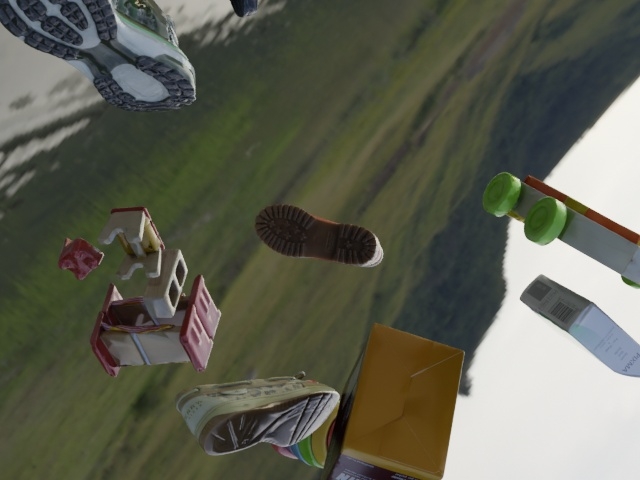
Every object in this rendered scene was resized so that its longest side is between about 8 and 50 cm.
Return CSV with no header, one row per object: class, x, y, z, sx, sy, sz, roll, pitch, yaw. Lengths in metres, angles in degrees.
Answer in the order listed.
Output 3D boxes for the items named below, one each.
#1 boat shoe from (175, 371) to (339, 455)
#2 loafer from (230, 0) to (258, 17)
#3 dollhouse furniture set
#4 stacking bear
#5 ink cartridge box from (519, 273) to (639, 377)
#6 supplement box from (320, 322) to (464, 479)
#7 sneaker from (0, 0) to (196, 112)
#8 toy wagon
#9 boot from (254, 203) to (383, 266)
boat shoe,-0.080,0.232,1.392,0.285,0.089,0.105,8,118,-54
loafer,-0.082,-0.346,1.149,0.062,0.061,0.170,176,-89,-66
dollhouse furniture set,-0.337,0.077,1.767,0.152,0.201,0.374,-80,160,-44
stacking bear,0.038,0.415,2.096,0.164,0.176,0.289,-10,-170,-43
ink cartridge box,0.378,0.146,1.272,0.056,0.224,0.181,-47,-168,1
supplement box,0.090,0.254,1.309,0.194,0.129,0.191,108,-1,-52
sneaker,-0.318,-0.339,1.351,0.158,0.182,0.410,-16,150,17
toy wagon,0.335,-0.009,1.253,0.068,0.267,0.344,-61,-157,9
boot,0.000,0.000,1.176,0.084,0.157,0.059,20,86,-73
